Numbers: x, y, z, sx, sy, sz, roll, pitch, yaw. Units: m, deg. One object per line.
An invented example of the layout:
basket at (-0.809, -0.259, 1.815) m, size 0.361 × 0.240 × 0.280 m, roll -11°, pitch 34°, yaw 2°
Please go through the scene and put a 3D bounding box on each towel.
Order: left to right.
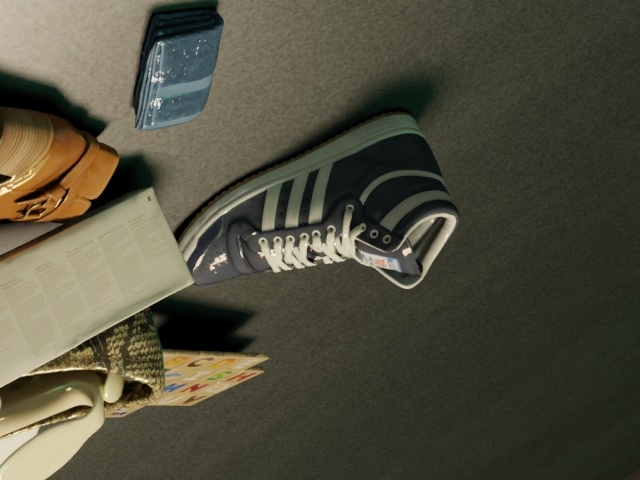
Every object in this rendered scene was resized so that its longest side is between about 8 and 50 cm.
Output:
towel at (-0.119, -0.141, 1.202) m, size 0.067 × 0.029 × 0.119 m, roll -14°, pitch 146°, yaw -26°

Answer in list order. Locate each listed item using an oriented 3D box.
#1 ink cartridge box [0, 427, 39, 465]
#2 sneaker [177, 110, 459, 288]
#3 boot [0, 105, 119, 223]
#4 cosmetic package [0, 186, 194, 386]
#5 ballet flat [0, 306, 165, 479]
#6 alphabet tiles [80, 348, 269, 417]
ink cartridge box at (-0.416, 0.252, 1.532) m, size 0.206 × 0.045 × 0.208 m, roll -9°, pitch 146°, yaw -29°
sneaker at (0.000, 0.000, 1.391) m, size 0.282 × 0.153 × 0.099 m, roll -30°, pitch 149°, yaw 2°
boot at (-0.274, -0.032, 1.203) m, size 0.197 × 0.073 × 0.152 m, roll -35°, pitch 156°, yaw 21°
cosmetic package at (-0.237, 0.045, 1.255) m, size 0.239 × 0.099 × 0.060 m, roll -28°, pitch -166°, yaw -30°
ballet flat at (-0.370, 0.179, 1.326) m, size 0.482 × 0.182 × 0.164 m, roll -20°, pitch 150°, yaw -14°
alphabet tiles at (-0.178, 0.160, 1.570) m, size 0.198 × 0.009 × 0.237 m, roll -27°, pitch 159°, yaw 30°
